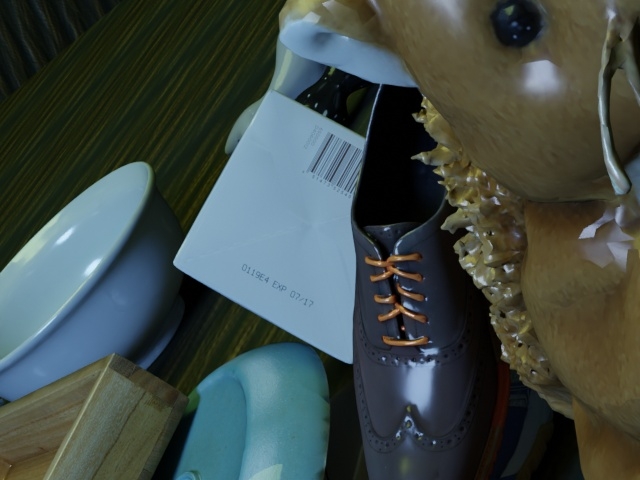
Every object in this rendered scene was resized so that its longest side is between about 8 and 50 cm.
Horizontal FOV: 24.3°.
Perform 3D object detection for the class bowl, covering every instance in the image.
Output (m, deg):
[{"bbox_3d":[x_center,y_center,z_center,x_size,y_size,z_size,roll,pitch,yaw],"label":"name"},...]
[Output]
[{"bbox_3d":[-0.235,0.069,1.536,0.298,0.134,0.298,-39,21,18],"label":"bowl"}]

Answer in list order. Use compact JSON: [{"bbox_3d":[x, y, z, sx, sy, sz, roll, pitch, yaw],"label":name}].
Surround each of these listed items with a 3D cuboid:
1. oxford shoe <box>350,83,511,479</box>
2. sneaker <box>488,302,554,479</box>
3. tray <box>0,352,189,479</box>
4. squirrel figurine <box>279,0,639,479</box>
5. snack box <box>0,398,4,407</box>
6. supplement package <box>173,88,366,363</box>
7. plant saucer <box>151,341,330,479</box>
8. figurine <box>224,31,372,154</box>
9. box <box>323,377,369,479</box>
[{"bbox_3d":[0.048,0.035,0.851,0.096,0.098,0.271,-7,73,27],"label":"oxford shoe"},{"bbox_3d":[0.093,0.063,0.941,0.112,0.131,0.296,-4,47,58],"label":"sneaker"},{"bbox_3d":[-0.249,0.225,1.174,0.411,0.076,0.203,-25,35,58],"label":"tray"},{"bbox_3d":[0.140,-0.029,0.681,0.281,0.370,0.397,-47,21,-5],"label":"squirrel figurine"},{"bbox_3d":[-0.449,0.248,1.571,0.207,0.070,0.174,-36,-18,27],"label":"snack box"},{"bbox_3d":[0.000,0.000,1.062,0.134,0.139,0.244,-61,-4,-3],"label":"supplement package"},{"bbox_3d":[-0.089,0.208,0.992,0.318,0.043,0.318,-54,21,31],"label":"plant saucer"},{"bbox_3d":[-0.009,-0.178,1.650,0.215,0.092,0.209,-7,47,60],"label":"figurine"},{"bbox_3d":[-0.014,0.189,1.015,0.164,0.021,0.201,-44,18,38],"label":"box"}]
